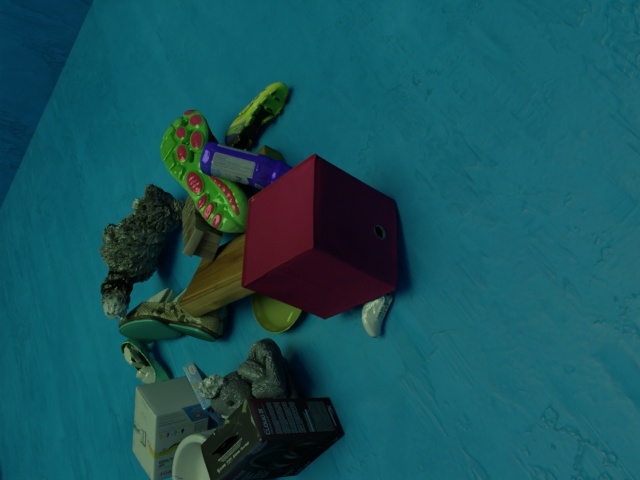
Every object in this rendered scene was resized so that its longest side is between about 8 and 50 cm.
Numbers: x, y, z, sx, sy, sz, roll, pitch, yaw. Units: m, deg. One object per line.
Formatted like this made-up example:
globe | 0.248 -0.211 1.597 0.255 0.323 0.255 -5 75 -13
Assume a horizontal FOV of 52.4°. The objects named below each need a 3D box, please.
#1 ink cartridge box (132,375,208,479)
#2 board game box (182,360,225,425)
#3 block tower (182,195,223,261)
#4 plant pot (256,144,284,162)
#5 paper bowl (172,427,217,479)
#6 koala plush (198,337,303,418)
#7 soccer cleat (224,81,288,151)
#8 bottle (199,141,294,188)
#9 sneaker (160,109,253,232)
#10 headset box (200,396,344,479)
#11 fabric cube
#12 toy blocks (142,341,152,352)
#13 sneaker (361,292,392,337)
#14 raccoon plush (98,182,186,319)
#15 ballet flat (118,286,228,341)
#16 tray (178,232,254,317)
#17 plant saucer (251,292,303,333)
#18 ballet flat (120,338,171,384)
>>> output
ink cartridge box | -0.447 0.558 1.939 0.168 0.171 0.232 31 120 49
board game box | -0.301 0.452 1.829 0.039 0.211 0.160 -34 49 -7
block tower | -0.366 -0.051 1.997 0.091 0.097 0.335 -61 21 18
plant pot | -0.157 -0.231 1.910 0.081 0.081 0.083 -40 43 34
paper bowl | -0.268 0.654 1.760 0.284 0.148 0.284 2 92 47
koala plush | -0.188 0.379 1.678 0.221 0.196 0.203 -28 49 5
soccer cleat | -0.206 -0.387 1.985 0.289 0.093 0.121 -46 49 31
bottle | -0.187 -0.196 1.801 0.118 0.283 0.092 126 158 -85
sneaker | -0.337 -0.198 1.989 0.185 0.202 0.483 -32 65 8
headset box | -0.127 0.478 1.557 0.218 0.293 0.110 -48 50 28
fabric cube | 0.000 0.000 1.517 0.259 0.258 0.254 -29 47 40
toy blocks | -0.652 0.332 2.336 0.148 0.054 0.123 48 116 42
sneaker | 0.135 0.152 1.525 0.061 0.054 0.152 -7 76 44
raccoon plush | -0.578 0.028 2.197 0.299 0.216 0.446 -42 45 29
ballet flat | -0.463 0.234 2.105 0.483 0.164 0.182 -8 54 41
tray | -0.224 0.069 1.822 0.411 0.076 0.203 -25 33 41
plant saucer | -0.106 0.138 1.800 0.241 0.037 0.241 -14 71 44
ballet flat | -0.599 0.426 2.191 0.247 0.087 0.083 43 114 27
